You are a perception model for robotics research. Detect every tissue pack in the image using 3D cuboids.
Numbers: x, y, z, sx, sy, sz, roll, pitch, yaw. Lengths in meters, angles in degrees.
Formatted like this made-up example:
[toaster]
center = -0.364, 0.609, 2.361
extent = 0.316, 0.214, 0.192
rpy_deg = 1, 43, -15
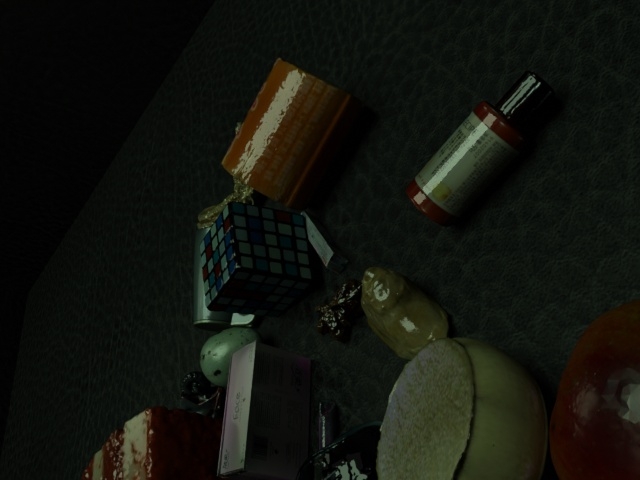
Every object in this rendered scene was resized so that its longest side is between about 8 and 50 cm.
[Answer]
[tissue pack]
center = -0.101, 0.339, 1.214
extent = 0.092, 0.148, 0.246
rpy_deg = -33, 44, 41

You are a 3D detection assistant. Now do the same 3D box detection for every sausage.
[sausage]
center = -0.062, -0.247, 1.447
extent = 0.287, 0.233, 0.233
rpy_deg = -58, 34, 11

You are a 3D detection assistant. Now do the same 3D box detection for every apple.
[apple]
center = 0.349, 0.185, 0.660
extent = 0.251, 0.163, 0.293
rpy_deg = 21, 86, 56

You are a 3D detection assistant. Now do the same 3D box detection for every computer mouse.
[computer mouse]
center = 0.042, 0.387, 1.004
extent = 0.233, 0.096, 0.137
rpy_deg = -46, 41, 12

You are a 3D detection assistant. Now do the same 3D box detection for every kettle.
[kettle]
center = -0.220, 0.101, 1.559
extent = 0.211, 0.160, 0.243
rpy_deg = -6, 70, 22

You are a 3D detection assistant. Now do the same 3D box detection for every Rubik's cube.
[Rubik's cube]
center = -0.146, 0.045, 1.384
extent = 0.182, 0.187, 0.184
rpy_deg = -46, 42, 44

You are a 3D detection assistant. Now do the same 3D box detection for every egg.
[egg]
center = -0.196, 0.256, 1.416
extent = 0.164, 0.131, 0.131
rpy_deg = -39, 40, 15

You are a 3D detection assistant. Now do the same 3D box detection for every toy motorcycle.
[toy motorcycle]
center = -0.289, 0.401, 1.488
extent = 0.082, 0.122, 0.213
rpy_deg = -81, 14, -63

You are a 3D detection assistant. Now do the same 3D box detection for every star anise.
[star anise]
center = 0.053, 0.120, 1.205
extent = 0.190, 0.070, 0.097
rpy_deg = -45, 36, 25

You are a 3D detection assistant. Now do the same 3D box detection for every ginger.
[ginger]
center = 0.137, 0.119, 1.051
extent = 0.115, 0.122, 0.193
rpy_deg = -47, 38, -8

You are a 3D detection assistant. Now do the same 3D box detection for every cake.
[cake]
center = -0.314, 0.529, 1.278
extent = 0.319, 0.269, 0.270
rpy_deg = -48, 37, 28

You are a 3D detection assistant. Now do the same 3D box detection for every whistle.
[whistle]
center = 0.013, 0.376, 1.130
extent = 0.033, 0.033, 0.176
rpy_deg = -33, 46, 40

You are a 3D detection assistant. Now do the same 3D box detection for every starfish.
[starfish]
center = -0.217, -0.175, 1.751
extent = 0.432, 0.082, 0.324
rpy_deg = -62, 29, 15

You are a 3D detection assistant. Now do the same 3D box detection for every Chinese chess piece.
[Chinese chess piece]
center = 0.177, 0.263, 0.836
extent = 0.270, 0.112, 0.270
rpy_deg = -158, 90, -76

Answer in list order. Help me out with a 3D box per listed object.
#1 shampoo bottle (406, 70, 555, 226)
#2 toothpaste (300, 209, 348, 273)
[shampoo bottle]
center = 0.268, -0.154, 1.037
extent = 0.278, 0.104, 0.104
rpy_deg = -50, 36, 23
[toothpaste]
center = 0.000, 0.000, 1.370
extent = 0.040, 0.047, 0.196
rpy_deg = -53, 35, 13
